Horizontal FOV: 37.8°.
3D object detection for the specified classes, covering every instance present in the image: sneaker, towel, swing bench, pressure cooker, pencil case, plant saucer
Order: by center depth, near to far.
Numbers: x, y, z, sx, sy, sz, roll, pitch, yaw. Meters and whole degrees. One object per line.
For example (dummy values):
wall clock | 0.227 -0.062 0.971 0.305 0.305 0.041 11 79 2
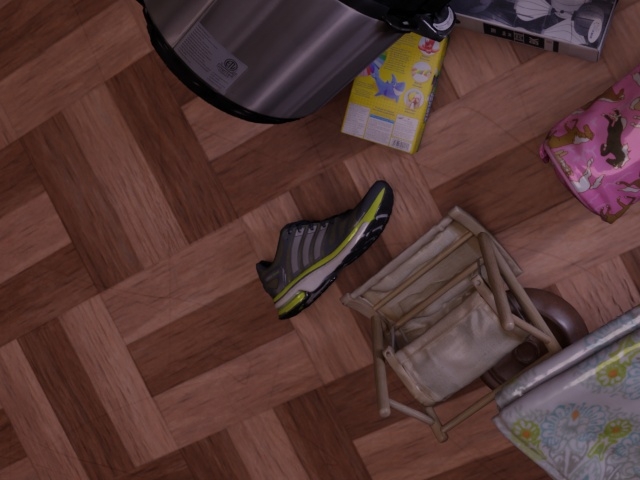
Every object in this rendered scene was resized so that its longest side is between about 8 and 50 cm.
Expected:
pressure cooker | -0.012 -0.405 1.306 0.420 0.370 0.375 -37 56 41
pencil case | 0.499 -0.191 1.323 0.386 0.167 0.160 -41 124 21
towel | 0.482 0.249 1.370 0.374 0.090 0.320 -36 119 21
swing bench | 0.198 0.131 1.466 0.253 0.165 0.254 -40 43 22
plant saucer | 0.335 0.176 1.513 0.199 0.036 0.198 3 100 19
sneaker | 0.000 0.000 1.562 0.300 0.111 0.121 -45 80 19

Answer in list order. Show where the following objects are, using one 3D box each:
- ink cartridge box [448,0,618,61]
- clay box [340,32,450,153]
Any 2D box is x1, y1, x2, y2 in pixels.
ink cartridge box | 0.275 -0.388 1.390 0.333 0.065 0.165 17 87 16
clay box | 0.123 -0.263 1.496 0.127 0.053 0.222 19 104 15
